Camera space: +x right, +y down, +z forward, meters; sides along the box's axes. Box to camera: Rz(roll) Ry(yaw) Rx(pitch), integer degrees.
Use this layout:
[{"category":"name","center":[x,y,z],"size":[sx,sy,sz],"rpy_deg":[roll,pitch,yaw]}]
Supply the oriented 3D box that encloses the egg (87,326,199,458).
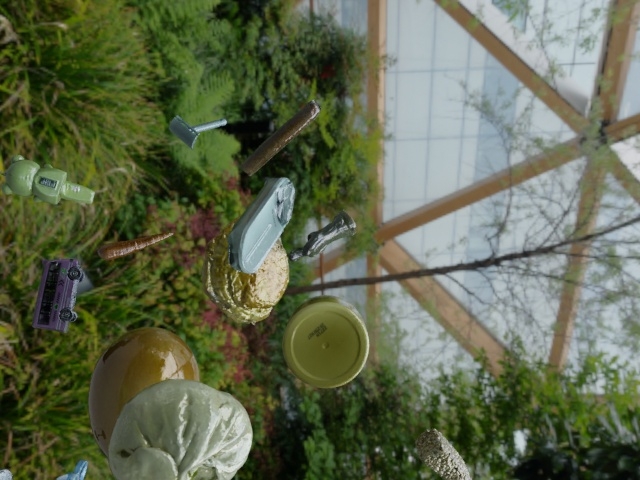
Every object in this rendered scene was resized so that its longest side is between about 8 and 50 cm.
[{"category":"egg","center":[-0.413,0.363,1.426],"size":[0.250,0.250,0.322],"rpy_deg":[95,1,-71]}]

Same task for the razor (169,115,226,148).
[{"category":"razor","center":[-0.399,-0.385,2.085],"size":[0.232,0.106,0.068],"rpy_deg":[-32,160,-56]}]

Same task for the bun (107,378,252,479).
[{"category":"bun","center":[-0.246,0.366,1.085],"size":[0.160,0.259,0.259],"rpy_deg":[-135,-141,-60]}]

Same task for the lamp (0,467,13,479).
[{"category":"lamp","center":[-0.907,0.642,1.412],"size":[0.371,0.108,0.130],"rpy_deg":[-47,127,-59]}]

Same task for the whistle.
[{"category":"whistle","center":[-0.692,-0.143,1.546],"size":[0.085,0.227,0.105],"rpy_deg":[165,-61,-69]}]

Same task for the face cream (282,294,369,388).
[{"category":"face cream","center":[0.014,0.257,1.583],"size":[0.179,0.218,0.218],"rpy_deg":[-16,104,-89]}]

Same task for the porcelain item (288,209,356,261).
[{"category":"porcelain item","center":[0.000,0.000,1.776],"size":[0.069,0.215,0.081],"rpy_deg":[51,-14,24]}]

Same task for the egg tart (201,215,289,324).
[{"category":"egg tart","center":[-0.218,0.093,1.923],"size":[0.339,0.153,0.352],"rpy_deg":[23,83,-50]}]

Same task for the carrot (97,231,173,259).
[{"category":"carrot","center":[-0.528,0.011,1.753],"size":[0.048,0.216,0.048],"rpy_deg":[51,-30,45]}]

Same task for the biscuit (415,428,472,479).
[{"category":"biscuit","center":[0.284,0.503,1.394],"size":[0.168,0.070,0.082],"rpy_deg":[48,18,-29]}]

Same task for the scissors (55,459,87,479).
[{"category":"scissors","center":[-0.691,0.669,1.681],"size":[0.256,0.030,0.125],"rpy_deg":[114,-12,-67]}]

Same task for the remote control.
[{"category":"remote control","center":[-0.112,-0.034,1.187],"size":[0.247,0.052,0.104],"rpy_deg":[-60,151,-47]}]

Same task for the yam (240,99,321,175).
[{"category":"yam","center":[-0.102,-0.262,1.567],"size":[0.046,0.264,0.046],"rpy_deg":[44,20,-20]}]

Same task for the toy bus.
[{"category":"toy bus","center":[-0.637,0.130,1.478],"size":[0.087,0.098,0.178],"rpy_deg":[146,-48,-72]}]
